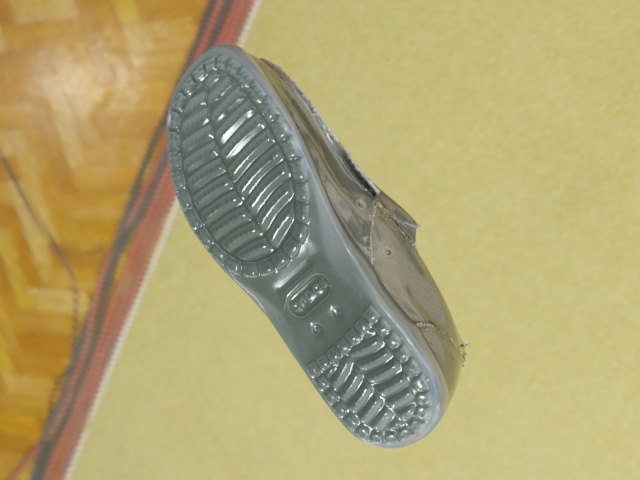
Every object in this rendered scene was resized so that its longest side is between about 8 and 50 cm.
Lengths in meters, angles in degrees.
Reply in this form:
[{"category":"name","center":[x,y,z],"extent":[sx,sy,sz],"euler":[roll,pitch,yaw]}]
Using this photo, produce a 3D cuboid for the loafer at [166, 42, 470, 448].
[{"category":"loafer","center":[0.000,0.000,0.889],"extent":[0.094,0.087,0.251],"euler":[-34,82,32]}]
